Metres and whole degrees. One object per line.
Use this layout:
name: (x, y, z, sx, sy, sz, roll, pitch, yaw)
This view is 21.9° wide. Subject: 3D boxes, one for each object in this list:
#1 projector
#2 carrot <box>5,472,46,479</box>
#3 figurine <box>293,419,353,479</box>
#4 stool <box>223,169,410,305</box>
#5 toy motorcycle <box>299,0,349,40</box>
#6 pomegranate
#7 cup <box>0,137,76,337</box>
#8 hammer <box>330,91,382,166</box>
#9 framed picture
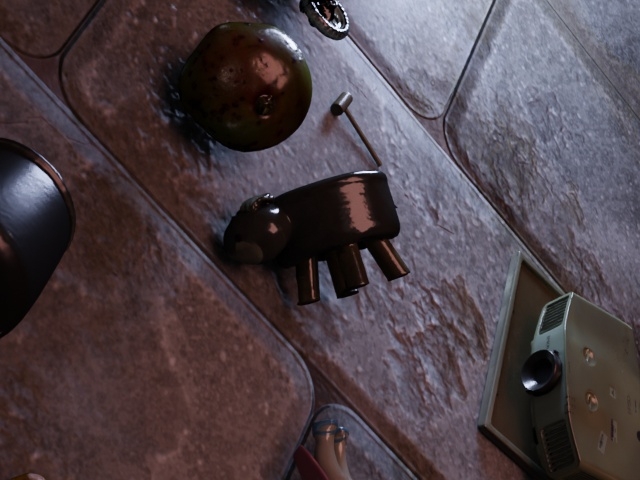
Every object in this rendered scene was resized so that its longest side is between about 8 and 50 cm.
projector: (0.356, 0.214, 2.271, 0.193, 0.088, 0.269, 29, 49, -34)
carrot: (-0.319, 0.254, 1.528, 0.171, 0.042, 0.042, -17, 83, -52)
figurine: (0.019, 0.336, 1.852, 0.205, 0.103, 0.260, 71, 11, -65)
stool: (-0.003, 0.002, 1.975, 0.228, 0.153, 0.139, -15, 84, -9)
toy motorcycle: (-0.066, -0.391, 2.135, 0.315, 0.113, 0.169, 45, 30, -11)
pomegranate: (-0.093, -0.195, 1.972, 0.159, 0.159, 0.205, 38, 18, -30)
cup: (-0.350, -0.015, 1.563, 0.223, 0.169, 0.176, 29, 37, 5)
hammer: (0.051, -0.144, 2.208, 0.110, 0.019, 0.035, 58, 38, -17)
framed picture: (0.323, 0.201, 2.329, 0.240, 0.020, 0.324, 41, 44, -27)
